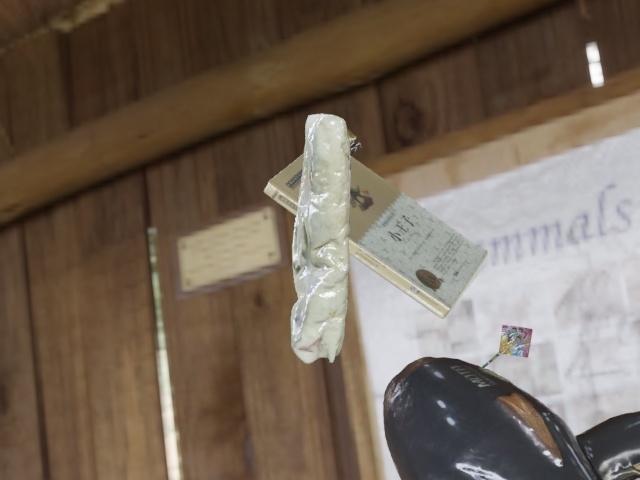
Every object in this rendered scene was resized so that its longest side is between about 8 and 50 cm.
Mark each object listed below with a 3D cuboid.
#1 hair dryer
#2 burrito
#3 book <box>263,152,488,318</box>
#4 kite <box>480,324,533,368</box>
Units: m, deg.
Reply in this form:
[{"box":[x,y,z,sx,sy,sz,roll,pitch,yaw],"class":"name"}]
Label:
[{"box":[0.240,0.154,0.869,0.359,0.120,0.304,-12,33,-32],"class":"hair dryer"},{"box":[0.000,0.000,0.958,0.045,0.185,0.041,7,10,29],"class":"burrito"},{"box":[0.056,-0.015,1.217,0.016,0.198,0.138,-58,-7,31],"class":"book"},{"box":[0.216,0.129,1.519,0.044,0.078,0.002,28,15,4],"class":"kite"}]
